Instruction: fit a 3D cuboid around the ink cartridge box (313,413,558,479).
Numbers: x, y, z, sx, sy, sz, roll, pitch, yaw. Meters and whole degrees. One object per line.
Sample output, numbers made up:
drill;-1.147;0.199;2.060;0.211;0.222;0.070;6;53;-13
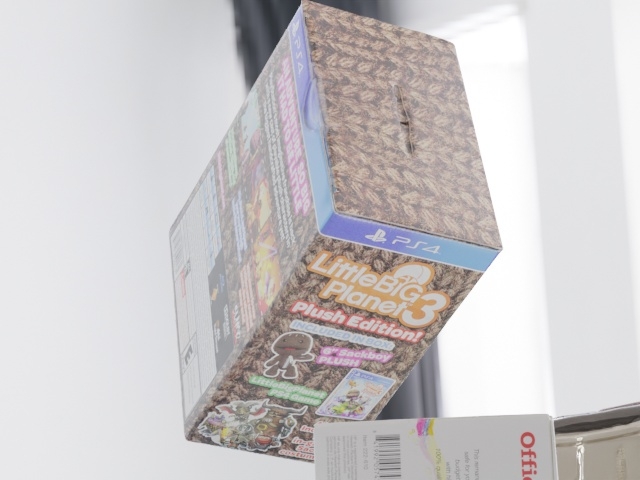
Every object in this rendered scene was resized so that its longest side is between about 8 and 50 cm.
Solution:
ink cartridge box;0.061;0.136;0.981;0.122;0.088;0.052;-3;168;9

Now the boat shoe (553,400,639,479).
boat shoe;0.269;0.193;1.739;0.335;0.112;0.095;-1;-168;-28

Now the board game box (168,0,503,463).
board game box;0.000;0.000;1.551;0.141;0.232;0.291;13;135;-23
